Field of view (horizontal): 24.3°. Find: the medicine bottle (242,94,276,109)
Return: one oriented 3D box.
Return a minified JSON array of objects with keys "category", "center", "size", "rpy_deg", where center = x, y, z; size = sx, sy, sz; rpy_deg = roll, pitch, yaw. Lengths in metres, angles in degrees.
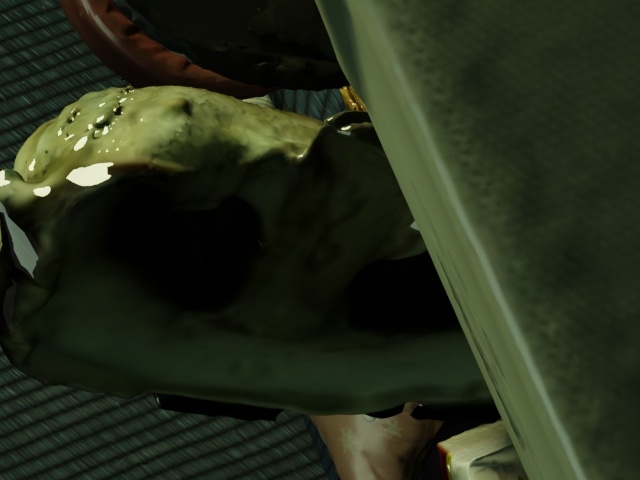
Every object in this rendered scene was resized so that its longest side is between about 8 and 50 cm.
[{"category":"medicine bottle","center":[-0.075,-0.057,1.652],"size":[0.143,0.143,0.258],"rpy_deg":[87,158,-66]}]

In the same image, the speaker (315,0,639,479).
[{"category":"speaker","center":[0.121,-0.003,0.435],"size":[0.184,0.183,0.406],"rpy_deg":[78,169,-75]}]

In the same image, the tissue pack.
[{"category":"tissue pack","center":[0.150,0.194,0.996],"size":[0.106,0.099,0.148],"rpy_deg":[164,84,-82]}]

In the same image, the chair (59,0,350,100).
[{"category":"chair","center":[-0.038,-0.186,0.793],"size":[0.401,0.226,0.226],"rpy_deg":[-161,50,-78]}]

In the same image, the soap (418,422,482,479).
[{"category":"soap","center":[0.078,0.146,1.320],"size":[0.285,0.107,0.296],"rpy_deg":[78,168,-45]}]

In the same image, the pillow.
[{"category":"pillow","center":[0.035,0.061,1.101],"size":[0.223,0.084,0.236],"rpy_deg":[54,136,43]}]

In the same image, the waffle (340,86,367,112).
[{"category":"waffle","center":[0.040,-0.128,1.101],"size":[0.191,0.038,0.191],"rpy_deg":[159,90,-82]}]

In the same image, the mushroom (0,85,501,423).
[{"category":"mushroom","center":[0.001,-0.002,0.738],"size":[0.247,0.344,0.130],"rpy_deg":[121,145,-51]}]
